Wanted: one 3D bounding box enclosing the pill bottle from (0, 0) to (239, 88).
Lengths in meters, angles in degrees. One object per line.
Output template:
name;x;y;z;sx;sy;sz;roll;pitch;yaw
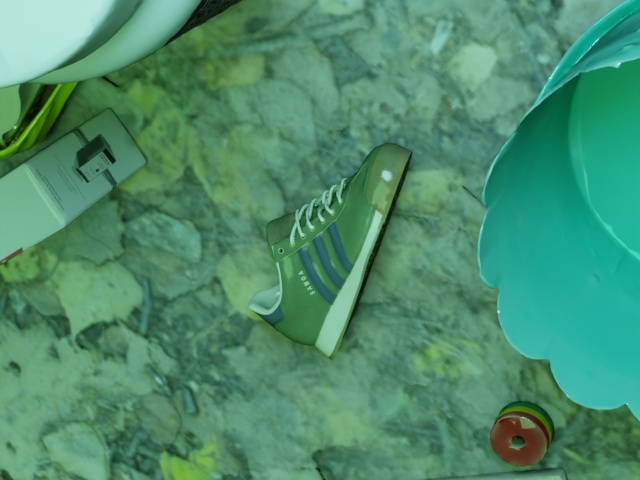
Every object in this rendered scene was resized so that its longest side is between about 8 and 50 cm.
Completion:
pill bottle;-0.140;-0.220;1.062;0.224;0.392;0.224;4;107;12

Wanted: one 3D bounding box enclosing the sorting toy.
sorting toy;0.146;0.262;1.410;0.132;0.046;0.274;-8;112;25

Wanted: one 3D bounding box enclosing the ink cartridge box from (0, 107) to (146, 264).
ink cartridge box;-0.210;-0.038;1.349;0.099;0.135;0.056;-29;99;30

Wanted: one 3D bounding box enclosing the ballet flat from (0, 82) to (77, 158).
ballet flat;-0.204;-0.150;1.325;0.077;0.077;0.231;35;122;4

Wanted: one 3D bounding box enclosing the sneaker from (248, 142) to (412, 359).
sneaker;0.000;0.000;1.325;0.086;0.064;0.192;22;124;4

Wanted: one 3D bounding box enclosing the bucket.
bucket;0.254;-0.030;1.142;0.281;0.183;0.281;9;119;17
